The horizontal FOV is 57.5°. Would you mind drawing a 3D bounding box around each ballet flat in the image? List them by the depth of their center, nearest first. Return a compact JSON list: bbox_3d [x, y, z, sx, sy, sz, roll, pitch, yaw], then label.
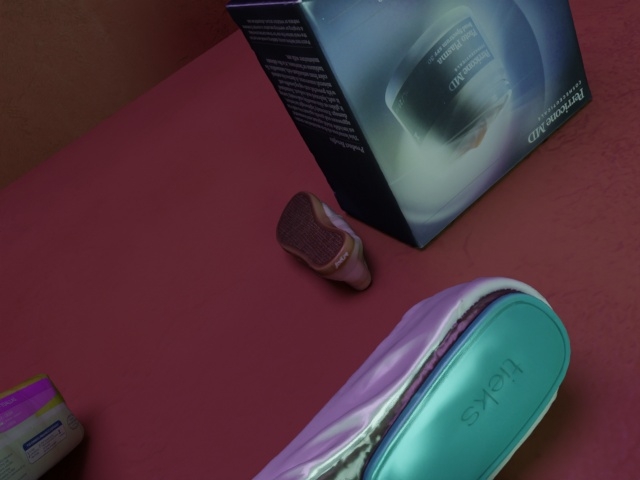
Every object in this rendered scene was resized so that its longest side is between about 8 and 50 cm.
[{"bbox_3d":[0.006,0.179,0.385,0.400,0.139,0.139,-44,33,-16],"label":"ballet flat"}]

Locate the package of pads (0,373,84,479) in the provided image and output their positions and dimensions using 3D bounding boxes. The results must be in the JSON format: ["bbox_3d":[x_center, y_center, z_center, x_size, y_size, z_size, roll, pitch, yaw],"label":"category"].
[{"bbox_3d":[-0.402,0.262,0.562,0.296,0.101,0.229,-35,0,-3],"label":"package of pads"}]

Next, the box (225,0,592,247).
[{"bbox_3d":[0.114,-0.207,0.650,0.296,0.294,0.182,-40,34,-12],"label":"box"}]

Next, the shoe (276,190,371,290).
[{"bbox_3d":[0.000,0.000,0.703,0.076,0.058,0.219,-52,27,6],"label":"shoe"}]
